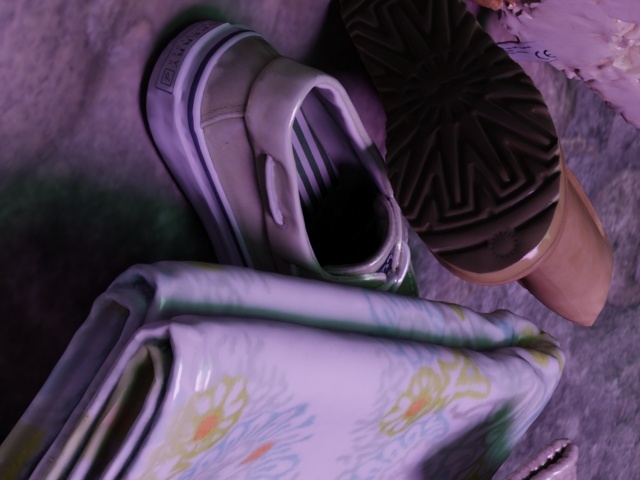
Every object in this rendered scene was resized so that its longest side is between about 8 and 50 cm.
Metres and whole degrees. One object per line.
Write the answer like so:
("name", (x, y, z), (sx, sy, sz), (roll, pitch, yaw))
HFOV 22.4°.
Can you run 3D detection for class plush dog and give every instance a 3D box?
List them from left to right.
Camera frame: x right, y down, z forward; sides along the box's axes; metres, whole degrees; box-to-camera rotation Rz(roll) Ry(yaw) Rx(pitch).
("plush dog", (0.191, -0.220, 0.973), (0.262, 0.210, 0.225), (94, 17, -72))

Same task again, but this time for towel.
("towel", (-0.050, 0.165, 0.877), (0.374, 0.090, 0.320), (11, 122, -53))

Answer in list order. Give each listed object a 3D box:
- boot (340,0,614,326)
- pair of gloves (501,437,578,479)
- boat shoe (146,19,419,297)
("boot", (0.120, -0.021, 0.949), (0.089, 0.236, 0.269), (-25, 143, 13))
("pair of gloves", (0.054, 0.206, 0.927), (0.240, 0.042, 0.204), (-35, 153, -5))
("boat shoe", (0.000, 0.000, 0.905), (0.109, 0.094, 0.302), (-53, 143, -14))
